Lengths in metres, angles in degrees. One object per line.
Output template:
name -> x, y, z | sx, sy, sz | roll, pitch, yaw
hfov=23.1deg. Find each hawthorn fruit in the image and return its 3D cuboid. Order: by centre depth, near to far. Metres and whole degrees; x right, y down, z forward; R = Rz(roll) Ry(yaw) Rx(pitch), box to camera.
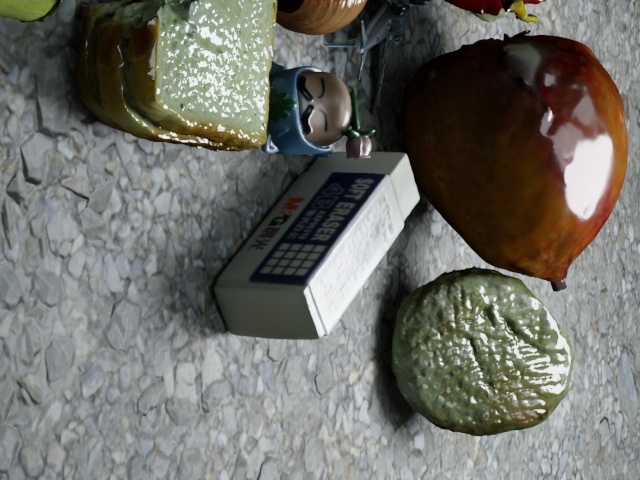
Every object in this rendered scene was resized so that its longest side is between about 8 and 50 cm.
hawthorn fruit -> 0.251, -0.119, 2.040 | 0.308, 0.308, 0.325 | 23, 75, -57

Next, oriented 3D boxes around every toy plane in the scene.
toy plane -> 0.082, -0.279, 1.973 | 0.226, 0.058, 0.226 | -43, 142, -50

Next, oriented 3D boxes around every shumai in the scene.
shumai -> 0.192, 0.147, 2.122 | 0.272, 0.203, 0.222 | 41, 83, -22

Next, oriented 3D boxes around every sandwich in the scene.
sandwich -> -0.132, -0.236, 1.581 | 0.254, 0.099, 0.289 | 13, 80, -59

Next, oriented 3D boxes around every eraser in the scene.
eraser -> 0.000, 0.000, 1.782 | 0.279, 0.124, 0.081 | -54, 134, -44

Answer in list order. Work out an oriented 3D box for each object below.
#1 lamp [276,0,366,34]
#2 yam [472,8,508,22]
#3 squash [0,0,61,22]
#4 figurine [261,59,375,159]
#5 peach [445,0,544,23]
lamp -> -0.009, -0.297, 1.748 | 0.136, 0.136, 0.136 | -3, 94, -59
yam -> 0.216, -0.351, 2.196 | 0.132, 0.054, 0.054 | 27, 68, -55
squash -> -0.317, -0.250, 1.304 | 0.224, 0.094, 0.094 | 10, 82, -52
figurine -> 0.000, -0.141, 1.773 | 0.178, 0.144, 0.114 | 19, 78, -69
peach -> 0.227, -0.462, 1.952 | 0.335, 0.310, 0.406 | -52, 167, 24
